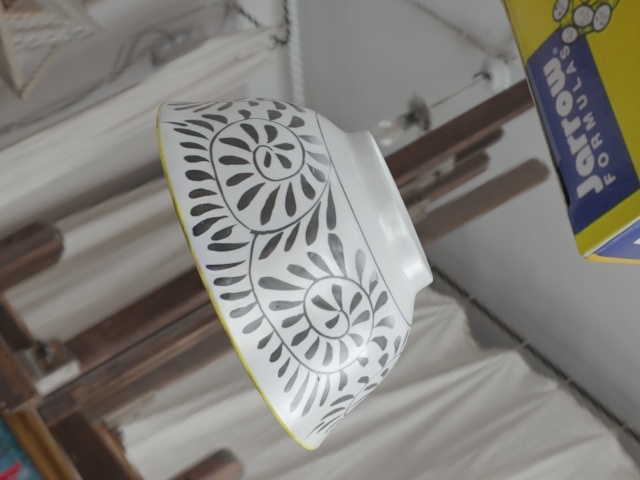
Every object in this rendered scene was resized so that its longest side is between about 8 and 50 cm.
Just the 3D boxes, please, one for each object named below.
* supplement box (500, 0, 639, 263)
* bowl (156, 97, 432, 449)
[{"bbox_3d":[0.292,-0.107,0.584,0.195,0.357,0.194,-44,-129,48],"label":"supplement box"},{"bbox_3d":[0.000,0.000,0.523,0.170,0.080,0.170,-23,90,-83],"label":"bowl"}]
